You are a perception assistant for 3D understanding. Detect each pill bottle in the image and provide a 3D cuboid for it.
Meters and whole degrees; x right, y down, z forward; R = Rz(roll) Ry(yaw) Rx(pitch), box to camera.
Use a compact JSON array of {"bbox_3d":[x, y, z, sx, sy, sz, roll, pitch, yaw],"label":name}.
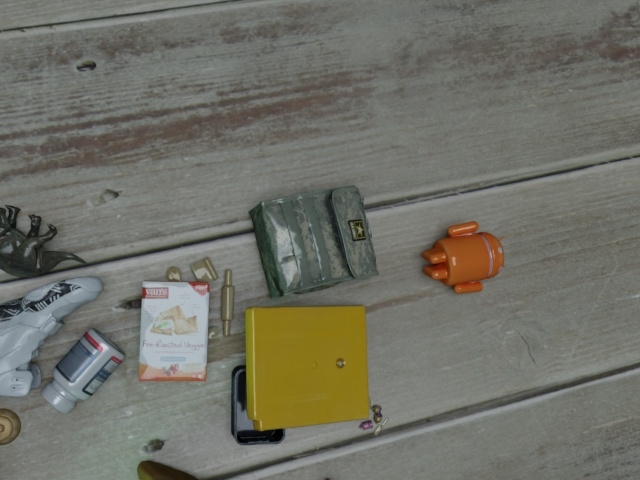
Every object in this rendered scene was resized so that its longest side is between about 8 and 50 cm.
[{"bbox_3d":[-0.545,0.300,1.683,0.108,0.108,0.180,42,79,-7],"label":"pill bottle"}]

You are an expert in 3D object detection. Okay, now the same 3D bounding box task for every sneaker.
[{"bbox_3d":[-0.640,0.222,1.656,0.366,0.137,0.210,-22,92,-8],"label":"sneaker"}]

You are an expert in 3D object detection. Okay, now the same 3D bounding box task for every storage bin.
[{"bbox_3d":[-0.151,0.395,1.778,0.122,0.084,0.180,1,87,-13],"label":"storage bin"}]

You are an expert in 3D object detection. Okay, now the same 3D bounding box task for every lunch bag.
[{"bbox_3d":[0.000,0.000,1.796,0.287,0.169,0.235,-12,86,-21],"label":"lunch bag"}]

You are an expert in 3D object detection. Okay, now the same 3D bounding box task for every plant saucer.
[{"bbox_3d":[-0.729,0.427,1.681,0.084,0.015,0.083,1,87,-12],"label":"plant saucer"}]

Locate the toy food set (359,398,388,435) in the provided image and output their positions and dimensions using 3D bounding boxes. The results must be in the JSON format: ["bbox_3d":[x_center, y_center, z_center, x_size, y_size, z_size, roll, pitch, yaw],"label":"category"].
[{"bbox_3d":[0.115,0.438,1.867,0.122,0.019,0.078,40,79,-7],"label":"toy food set"}]

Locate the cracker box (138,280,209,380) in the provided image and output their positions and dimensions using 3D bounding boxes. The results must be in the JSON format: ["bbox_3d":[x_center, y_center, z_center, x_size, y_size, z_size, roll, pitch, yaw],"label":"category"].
[{"bbox_3d":[-0.342,0.211,1.728,0.156,0.067,0.232,2,86,-9],"label":"cracker box"}]

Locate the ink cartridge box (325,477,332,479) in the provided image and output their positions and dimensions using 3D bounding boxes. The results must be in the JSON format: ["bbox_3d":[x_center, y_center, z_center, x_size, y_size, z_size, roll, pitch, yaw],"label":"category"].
[{"bbox_3d":[0.012,0.757,1.775,0.207,0.117,0.283,43,79,-7],"label":"ink cartridge box"}]

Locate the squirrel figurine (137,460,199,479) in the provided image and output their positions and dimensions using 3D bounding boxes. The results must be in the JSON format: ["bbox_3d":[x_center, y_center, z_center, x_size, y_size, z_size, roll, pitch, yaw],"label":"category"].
[{"bbox_3d":[-0.323,0.741,1.631,0.397,0.281,0.370,19,89,-8],"label":"squirrel figurine"}]

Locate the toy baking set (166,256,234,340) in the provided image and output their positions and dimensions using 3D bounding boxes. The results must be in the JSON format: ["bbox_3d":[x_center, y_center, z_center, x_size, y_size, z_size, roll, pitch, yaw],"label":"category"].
[{"bbox_3d":[-0.306,0.170,1.787,0.197,0.030,0.256,-2,87,-10],"label":"toy baking set"}]

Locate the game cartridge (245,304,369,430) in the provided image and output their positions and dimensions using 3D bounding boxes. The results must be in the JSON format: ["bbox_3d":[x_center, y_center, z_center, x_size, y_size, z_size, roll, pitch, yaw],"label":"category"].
[{"bbox_3d":[-0.029,0.299,1.769,0.324,0.053,0.285,3,82,-31],"label":"game cartridge"}]

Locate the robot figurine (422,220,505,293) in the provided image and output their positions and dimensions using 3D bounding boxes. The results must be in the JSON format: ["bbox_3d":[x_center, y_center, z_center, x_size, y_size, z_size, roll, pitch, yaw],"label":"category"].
[{"bbox_3d":[0.375,0.044,1.893,0.220,0.128,0.158,-9,64,-13],"label":"robot figurine"}]

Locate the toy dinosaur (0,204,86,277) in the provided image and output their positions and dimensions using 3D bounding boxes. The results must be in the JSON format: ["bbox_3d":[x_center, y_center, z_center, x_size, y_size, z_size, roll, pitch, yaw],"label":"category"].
[{"bbox_3d":[-0.693,0.016,1.680,0.314,0.121,0.160,20,94,-15],"label":"toy dinosaur"}]
